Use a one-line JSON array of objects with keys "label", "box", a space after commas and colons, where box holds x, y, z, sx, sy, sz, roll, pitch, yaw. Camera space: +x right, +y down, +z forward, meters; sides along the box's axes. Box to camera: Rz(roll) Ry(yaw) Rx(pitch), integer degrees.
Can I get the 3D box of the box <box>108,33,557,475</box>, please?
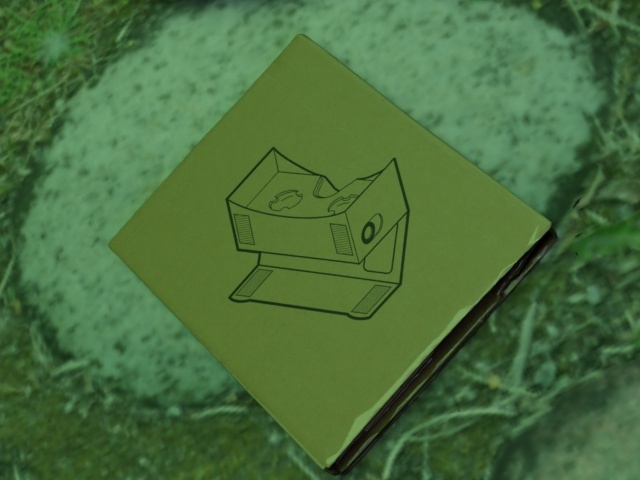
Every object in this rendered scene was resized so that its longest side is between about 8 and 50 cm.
[{"label": "box", "box": [0.000, 0.000, 0.859, 0.164, 0.021, 0.201, -48, 55, 0]}]
